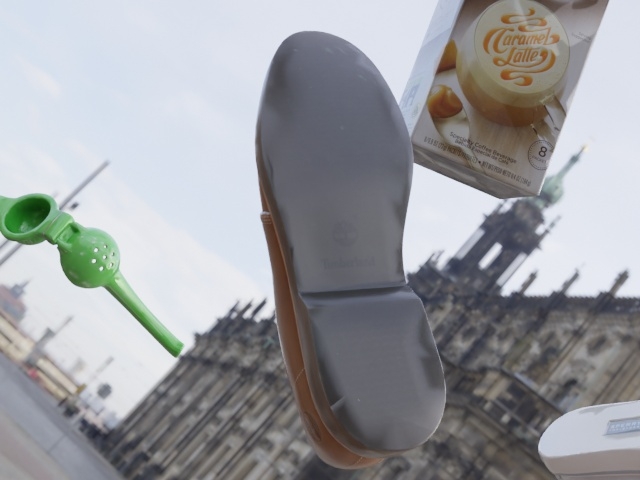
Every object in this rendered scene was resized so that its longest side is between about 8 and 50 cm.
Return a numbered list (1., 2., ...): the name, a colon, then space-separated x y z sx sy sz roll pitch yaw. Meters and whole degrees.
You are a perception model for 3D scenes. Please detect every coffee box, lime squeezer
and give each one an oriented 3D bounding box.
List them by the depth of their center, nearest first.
1. lime squeezer: -0.247 0.000 0.907 0.310 0.059 0.110 34 -13 -4
2. coffee box: 0.175 -0.180 0.944 0.141 0.246 0.098 21 -4 -11

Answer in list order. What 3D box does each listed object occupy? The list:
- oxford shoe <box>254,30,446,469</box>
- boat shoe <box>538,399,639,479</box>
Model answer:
1. oxford shoe: 0.000 0.000 0.443 0.076 0.212 0.076 5 -27 -20
2. boat shoe: 0.221 0.139 0.598 0.184 0.066 0.063 -22 -68 46
